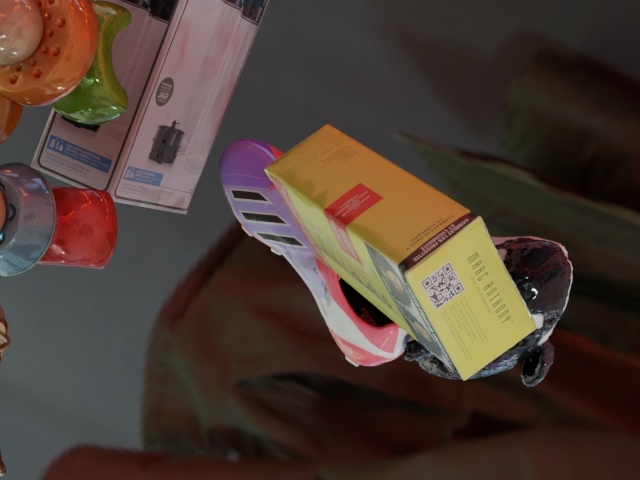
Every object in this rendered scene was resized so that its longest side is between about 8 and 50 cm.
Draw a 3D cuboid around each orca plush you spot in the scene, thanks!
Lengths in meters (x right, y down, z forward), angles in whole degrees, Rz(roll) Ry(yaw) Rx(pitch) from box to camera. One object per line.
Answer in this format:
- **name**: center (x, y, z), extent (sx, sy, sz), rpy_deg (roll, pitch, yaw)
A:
- **orca plush**: center (0.104, 0.065, 1.387), extent (0.102, 0.287, 0.151), rpy_deg (-18, 96, -27)

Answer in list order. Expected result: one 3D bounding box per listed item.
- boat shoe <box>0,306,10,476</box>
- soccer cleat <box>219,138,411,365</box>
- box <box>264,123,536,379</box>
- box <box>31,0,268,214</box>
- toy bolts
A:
- **boat shoe**: center (-0.404, 0.110, 1.773), extent (0.120, 0.122, 0.324), rpy_deg (-21, 100, -12)
- **soccer cleat**: center (0.000, 0.000, 1.415), extent (0.083, 0.248, 0.095), rpy_deg (-28, 167, -27)
- **box**: center (0.043, 0.000, 0.997), extent (0.058, 0.232, 0.087), rpy_deg (-34, 118, -8)
- **box**: center (-0.141, -0.178, 1.468), extent (0.290, 0.087, 0.169), rpy_deg (-69, 159, 3)
- **toy bolts**: center (-0.265, -0.084, 1.245), extent (0.158, 0.218, 0.228), rpy_deg (14, 72, -63)
